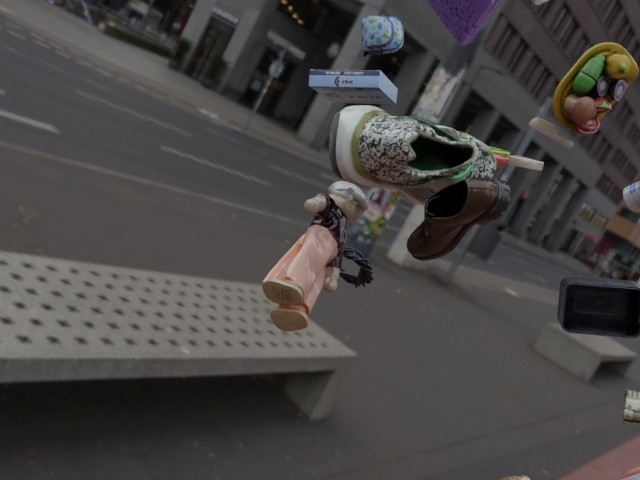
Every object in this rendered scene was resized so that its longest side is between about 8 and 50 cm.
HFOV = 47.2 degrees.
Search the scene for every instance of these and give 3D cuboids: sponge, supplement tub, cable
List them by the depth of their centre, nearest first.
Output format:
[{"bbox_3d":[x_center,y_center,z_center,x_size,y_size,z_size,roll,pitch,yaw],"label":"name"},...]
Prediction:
[{"bbox_3d":[0.212,-0.443,1.230,0.210,0.031,0.117,58,-26,16],"label":"sponge"},{"bbox_3d":[0.803,-0.119,1.781,0.071,0.071,0.107,23,-32,-28],"label":"supplement tub"},{"bbox_3d":[0.070,0.069,1.897,0.150,0.047,0.184,47,-25,-15],"label":"cable"}]

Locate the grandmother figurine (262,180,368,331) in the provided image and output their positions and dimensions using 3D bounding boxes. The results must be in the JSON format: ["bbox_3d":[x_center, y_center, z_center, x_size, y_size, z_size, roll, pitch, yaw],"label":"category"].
[{"bbox_3d":[0.000,0.000,1.376,0.104,0.207,0.342,15,44,17],"label":"grandmother figurine"}]

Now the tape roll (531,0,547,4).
[{"bbox_3d":[0.712,-0.814,2.125,0.100,0.286,0.286,56,12,5],"label":"tape roll"}]

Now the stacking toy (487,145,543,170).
[{"bbox_3d":[0.360,-0.168,1.805,0.280,0.130,0.309,6,15,-23],"label":"stacking toy"}]

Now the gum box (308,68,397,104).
[{"bbox_3d":[0.077,-0.341,1.632,0.157,0.041,0.184,5,0,17],"label":"gum box"}]

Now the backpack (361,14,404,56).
[{"bbox_3d":[0.170,-0.564,2.004,0.114,0.105,0.084,0,1,9],"label":"backpack"}]

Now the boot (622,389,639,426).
[{"bbox_3d":[0.803,0.434,1.733,0.165,0.077,0.213,9,27,15],"label":"boot"}]

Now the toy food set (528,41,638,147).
[{"bbox_3d":[0.516,-0.266,1.381,0.128,0.218,0.071,30,15,-27],"label":"toy food set"}]

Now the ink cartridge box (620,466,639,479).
[{"bbox_3d":[0.578,0.375,1.187,0.145,0.179,0.045,9,51,-59],"label":"ink cartridge box"}]

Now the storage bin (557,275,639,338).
[{"bbox_3d":[0.658,0.155,1.724,0.180,0.122,0.084,4,8,10],"label":"storage bin"}]

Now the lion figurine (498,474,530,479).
[{"bbox_3d":[0.254,0.517,1.067,0.142,0.392,0.240,16,-30,17],"label":"lion figurine"}]

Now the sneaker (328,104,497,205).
[{"bbox_3d":[0.207,-0.131,1.260,0.410,0.158,0.182,2,9,-44],"label":"sneaker"}]

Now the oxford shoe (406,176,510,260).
[{"bbox_3d":[0.195,-0.040,1.180,0.096,0.227,0.082,11,56,-25],"label":"oxford shoe"}]
